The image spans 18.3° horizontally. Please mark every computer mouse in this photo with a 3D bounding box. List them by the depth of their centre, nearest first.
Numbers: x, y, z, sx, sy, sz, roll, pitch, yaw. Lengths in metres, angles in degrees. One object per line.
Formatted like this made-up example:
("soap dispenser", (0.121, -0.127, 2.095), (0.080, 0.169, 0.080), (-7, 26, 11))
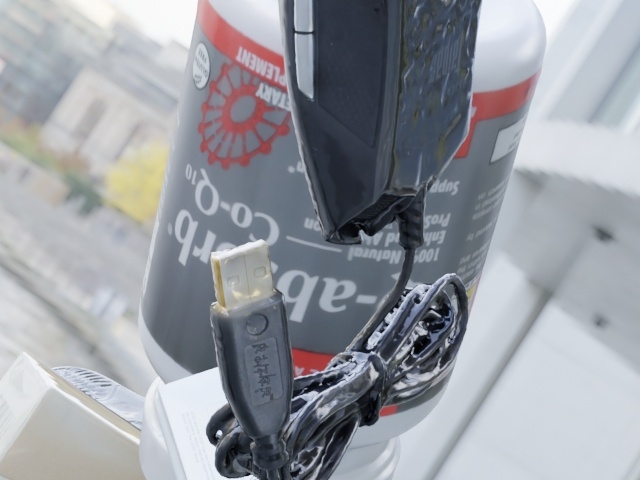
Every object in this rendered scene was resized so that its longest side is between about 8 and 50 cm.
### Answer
("computer mouse", (-0.001, -0.042, 0.674), (0.060, 0.262, 0.184), (14, 28, 23))

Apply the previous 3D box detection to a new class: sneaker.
("sneaker", (-0.180, 0.207, 1.785), (0.083, 0.118, 0.222), (-4, 22, -39))

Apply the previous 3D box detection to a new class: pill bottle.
("pill bottle", (0.000, 0.000, 1.249), (0.210, 0.363, 0.210), (10, 28, -5))

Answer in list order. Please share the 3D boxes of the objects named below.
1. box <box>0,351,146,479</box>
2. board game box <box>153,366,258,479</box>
("box", (-0.120, 0.225, 1.466), (0.311, 0.121, 0.148), (36, -4, -19))
("board game box", (-0.006, 0.218, 0.956), (0.305, 0.053, 0.193), (78, -8, -54))
